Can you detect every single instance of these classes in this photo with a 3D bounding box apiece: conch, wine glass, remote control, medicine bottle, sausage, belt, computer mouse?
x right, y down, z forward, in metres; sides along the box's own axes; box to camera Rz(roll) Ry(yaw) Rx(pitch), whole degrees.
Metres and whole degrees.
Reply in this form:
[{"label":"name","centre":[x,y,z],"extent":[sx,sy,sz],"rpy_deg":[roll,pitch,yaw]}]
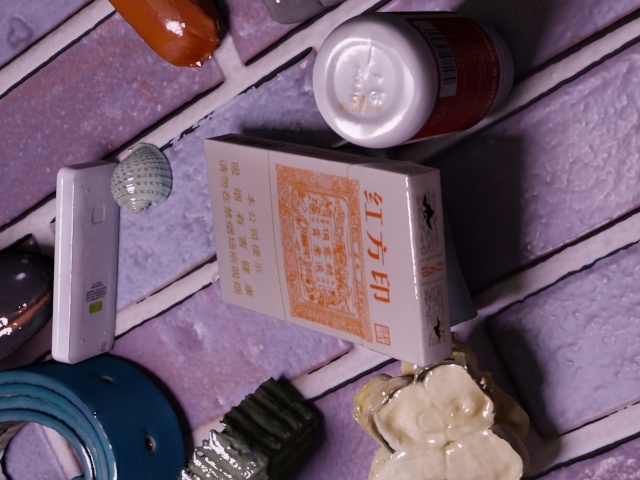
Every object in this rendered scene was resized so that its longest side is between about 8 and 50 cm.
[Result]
[{"label":"conch","centre":[-0.225,-0.077,1.736],"extent":[0.076,0.056,0.085],"rpy_deg":[-8,95,18]},{"label":"wine glass","centre":[0.094,-0.012,1.535],"extent":[0.103,0.103,0.231],"rpy_deg":[-21,90,31]},{"label":"remote control","centre":[-0.294,0.026,1.764],"extent":[0.034,0.103,0.250],"rpy_deg":[9,104,26]},{"label":"medicine bottle","centre":[0.101,-0.166,1.417],"extent":[0.131,0.250,0.131],"rpy_deg":[5,100,29]},{"label":"sausage","centre":[-0.242,-0.350,1.675],"extent":[0.097,0.094,0.348],"rpy_deg":[-43,77,32]},{"label":"belt","centre":[-0.374,0.316,1.819],"extent":[0.436,0.173,0.300],"rpy_deg":[-29,77,28]},{"label":"computer mouse","centre":[-0.470,0.101,1.833],"extent":[0.323,0.183,0.116],"rpy_deg":[-27,111,30]}]

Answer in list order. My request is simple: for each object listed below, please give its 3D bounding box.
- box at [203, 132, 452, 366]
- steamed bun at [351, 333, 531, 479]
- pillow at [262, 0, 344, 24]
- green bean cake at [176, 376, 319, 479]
[{"label":"box","centre":[0.000,0.001,1.531],"extent":[0.365,0.051,0.205],"rpy_deg":[14,114,50]},{"label":"steamed bun","centre":[0.127,0.203,1.532],"extent":[0.192,0.106,0.177],"rpy_deg":[-33,104,20]},{"label":"pillow","centre":[-0.003,-0.422,1.524],"extent":[0.228,0.101,0.326],"rpy_deg":[-19,91,30]},{"label":"green bean cake","centre":[-0.095,0.271,1.650],"extent":[0.094,0.181,0.173],"rpy_deg":[38,115,9]}]
